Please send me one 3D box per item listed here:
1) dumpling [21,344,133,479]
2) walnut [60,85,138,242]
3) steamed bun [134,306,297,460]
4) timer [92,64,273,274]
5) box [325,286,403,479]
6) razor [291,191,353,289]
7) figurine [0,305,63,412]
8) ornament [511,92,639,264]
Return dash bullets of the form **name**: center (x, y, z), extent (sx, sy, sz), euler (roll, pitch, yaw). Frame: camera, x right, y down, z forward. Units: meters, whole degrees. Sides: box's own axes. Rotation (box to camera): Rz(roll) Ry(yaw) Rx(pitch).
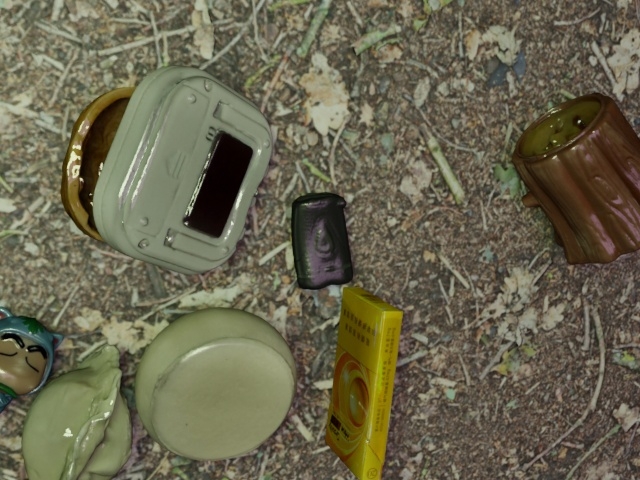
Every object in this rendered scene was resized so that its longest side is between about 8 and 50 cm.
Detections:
- **dumpling**: center (-0.326, 0.271, 1.022), extent (0.147, 0.193, 0.258), euler (24, 98, -22)
- **walnut**: center (-0.277, -0.104, 1.016), extent (0.167, 0.087, 0.211), euler (4, 99, -47)
- **steamed bun**: center (-0.154, 0.196, 1.098), extent (0.232, 0.145, 0.231), euler (-9, 118, -17)
- **timer**: center (-0.171, -0.088, 1.011), extent (0.237, 0.087, 0.261), euler (25, 85, -52)
- **box**: center (0.065, 0.220, 1.182), extent (0.044, 0.152, 0.269), euler (2, 101, -21)
- **razor**: center (0.000, 0.000, 1.165), extent (0.090, 0.054, 0.147), euler (-11, 103, -19)
- **figurine**: center (-0.426, 0.185, 1.000), extent (0.114, 0.144, 0.178), euler (37, 98, -14)
- **ornament**: center (0.449, -0.111, 1.244), extent (0.217, 0.235, 0.221), euler (50, 57, -19)
